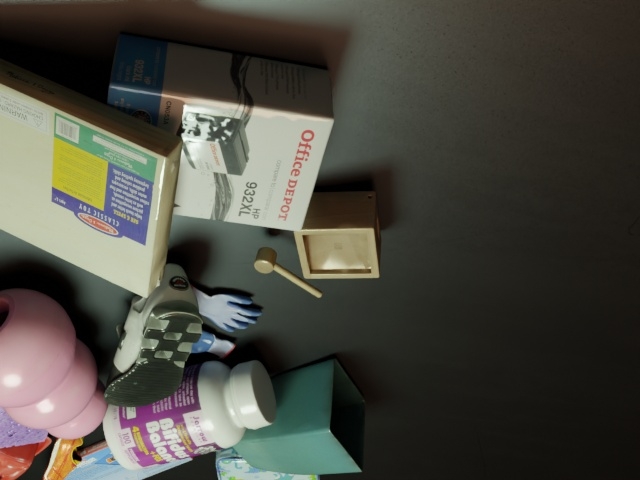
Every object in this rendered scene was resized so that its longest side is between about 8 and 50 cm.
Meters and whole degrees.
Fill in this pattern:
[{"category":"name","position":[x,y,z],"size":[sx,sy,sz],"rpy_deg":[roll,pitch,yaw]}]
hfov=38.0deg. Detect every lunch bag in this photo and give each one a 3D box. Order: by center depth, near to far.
[{"category":"lunch bag","position":[-0.113,0.475,1.989],"size":[0.219,0.090,0.176],"rpy_deg":[-6,134,1]}]

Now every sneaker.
[{"category":"sneaker","position":[-0.294,0.171,1.639],"size":[0.122,0.146,0.330],"rpy_deg":[12,134,-28]},{"category":"sneaker","position":[-0.539,0.473,1.946],"size":[0.067,0.064,0.175],"rpy_deg":[19,117,-13]}]

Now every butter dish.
[{"category":"butter dish","position":[-0.658,0.447,1.892],"size":[0.160,0.118,0.160],"rpy_deg":[-35,127,27]}]

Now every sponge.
[{"category":"sponge","position":[-0.570,0.322,1.799],"size":[0.117,0.031,0.210],"rpy_deg":[-1,133,-35]}]

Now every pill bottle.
[{"category":"pill bottle","position":[-0.245,0.326,1.773],"size":[0.302,0.169,0.169],"rpy_deg":[-17,133,13]}]

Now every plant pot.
[{"category":"plant pot","position":[-0.051,0.366,1.843],"size":[0.234,0.165,0.165],"rpy_deg":[-15,134,19]}]

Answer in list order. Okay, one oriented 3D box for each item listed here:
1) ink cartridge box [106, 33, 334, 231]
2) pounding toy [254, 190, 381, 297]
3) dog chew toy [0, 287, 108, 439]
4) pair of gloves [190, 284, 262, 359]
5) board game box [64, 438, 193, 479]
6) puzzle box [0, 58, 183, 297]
[{"category":"ink cartridge box","position":[-0.153,-0.149,1.345],"size":[0.308,0.129,0.223],"rpy_deg":[8,133,-12]},{"category":"pounding toy","position":[-0.005,0.006,1.546],"size":[0.206,0.094,0.181],"rpy_deg":[-1,140,9]},{"category":"dog chew toy","position":[-0.490,0.235,1.637],"size":[0.207,0.206,0.332],"rpy_deg":[-18,133,12]},{"category":"pair of gloves","position":[-0.211,0.153,1.713],"size":[0.159,0.023,0.198],"rpy_deg":[24,128,-24]},{"category":"board game box","position":[-0.430,0.475,2.004],"size":[0.281,0.027,0.145],"rpy_deg":[-24,132,18]},{"category":"puzzle box","position":[-0.394,-0.104,1.303],"size":[0.409,0.052,0.272],"rpy_deg":[25,132,8]}]
